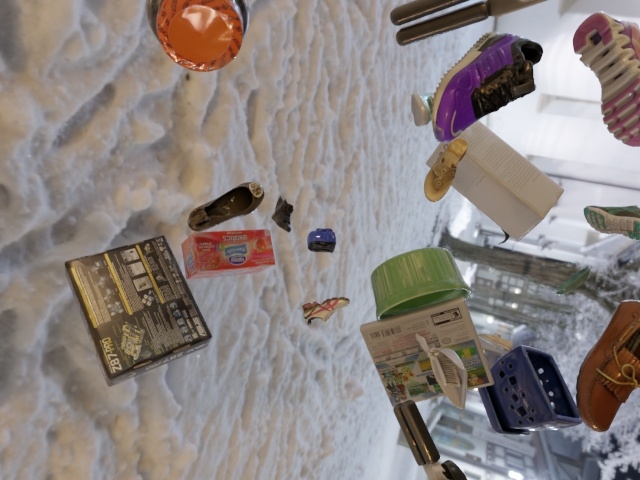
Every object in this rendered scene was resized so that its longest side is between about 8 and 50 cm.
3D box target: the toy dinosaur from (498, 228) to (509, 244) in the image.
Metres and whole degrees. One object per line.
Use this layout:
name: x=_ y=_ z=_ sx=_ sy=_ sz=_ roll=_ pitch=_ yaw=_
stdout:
toy dinosaur: x=0.790 y=-0.135 z=2.041 sx=0.160 sy=0.121 sz=0.314 roll=15 pitch=119 yaw=-35

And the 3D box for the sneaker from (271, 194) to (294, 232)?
sneaker: x=-0.129 y=-0.096 z=1.791 sx=0.051 sy=0.170 sz=0.089 roll=33 pitch=95 yaw=-33

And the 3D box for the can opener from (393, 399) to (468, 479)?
can opener: x=0.285 y=0.551 z=1.292 sx=0.093 sy=0.281 sz=0.074 roll=-18 pitch=163 yaw=-39

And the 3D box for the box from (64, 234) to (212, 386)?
box: x=-0.561 y=0.201 z=1.530 sx=0.318 sy=0.395 sz=0.097 roll=-19 pitch=158 yaw=-34

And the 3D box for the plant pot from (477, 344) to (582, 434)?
plant pot: x=0.640 y=0.489 z=1.563 sx=0.235 sy=0.212 sz=0.236 roll=22 pitch=43 yaw=-42

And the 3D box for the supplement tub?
supplement tub: x=-0.262 y=-0.521 z=1.055 sx=0.207 sy=0.206 sz=0.338 roll=78 pitch=-2 yaw=-50

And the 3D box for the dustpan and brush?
dustpan and brush: x=0.297 y=0.303 z=1.244 sx=0.211 sy=0.060 sz=0.147 roll=-106 pitch=-173 yaw=-56

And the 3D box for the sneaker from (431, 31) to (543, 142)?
sneaker: x=0.332 y=-0.299 z=0.955 sx=0.293 sy=0.146 sz=0.102 roll=-52 pitch=142 yaw=-18

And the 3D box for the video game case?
video game case: x=0.324 y=0.348 z=1.518 sx=0.036 sy=0.328 sz=0.300 roll=-61 pitch=130 yaw=-69

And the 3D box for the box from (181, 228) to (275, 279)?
box: x=-0.336 y=0.050 z=1.812 sx=0.299 sy=0.154 sz=0.142 roll=-3 pitch=77 yaw=-35

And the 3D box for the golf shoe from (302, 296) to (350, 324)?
golf shoe: x=0.026 y=0.263 z=1.861 sx=0.067 sy=0.185 sz=0.086 roll=45 pitch=31 yaw=-70

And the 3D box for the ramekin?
ramekin: x=0.304 y=0.143 z=1.564 sx=0.303 sy=0.303 sz=0.148 roll=54 pitch=19 yaw=-64

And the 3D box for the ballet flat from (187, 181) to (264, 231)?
ballet flat: x=-0.240 y=-0.096 z=1.309 sx=0.249 sy=0.084 sz=0.058 roll=-30 pitch=173 yaw=-38

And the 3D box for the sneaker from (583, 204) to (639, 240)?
sneaker: x=0.677 y=-0.051 z=1.113 sx=0.076 sy=0.166 sz=0.065 roll=-32 pitch=119 yaw=-14

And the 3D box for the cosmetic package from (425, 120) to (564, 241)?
cosmetic package: x=0.652 y=-0.240 z=1.861 sx=0.230 sy=0.453 sz=0.162 roll=-39 pitch=167 yaw=-37

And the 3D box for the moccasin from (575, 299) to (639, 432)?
moccasin: x=0.793 y=0.325 z=1.283 sx=0.380 sy=0.139 sz=0.147 roll=-47 pitch=-167 yaw=-17

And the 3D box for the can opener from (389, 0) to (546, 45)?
can opener: x=0.267 y=-0.420 z=0.862 sx=0.076 sy=0.283 sz=0.095 roll=66 pitch=31 yaw=-27

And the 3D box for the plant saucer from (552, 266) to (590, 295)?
plant saucer: x=0.688 y=0.116 z=1.347 sx=0.119 sy=0.021 sz=0.119 roll=-36 pitch=167 yaw=-10

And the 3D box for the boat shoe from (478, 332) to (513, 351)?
boat shoe: x=0.519 y=0.292 z=1.463 sx=0.035 sy=0.100 sz=0.035 roll=-59 pitch=140 yaw=-12

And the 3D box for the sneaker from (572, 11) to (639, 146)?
sneaker: x=0.520 y=-0.273 z=0.825 sx=0.095 sy=0.104 sz=0.237 roll=140 pitch=-65 yaw=-67

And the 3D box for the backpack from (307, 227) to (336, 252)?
backpack: x=0.000 y=0.000 z=2.154 sx=0.098 sy=0.120 sz=0.101 roll=100 pitch=-15 yaw=-51

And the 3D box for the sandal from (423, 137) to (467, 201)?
sandal: x=0.411 y=-0.246 z=1.629 sx=0.240 sy=0.088 sz=0.079 roll=-58 pitch=163 yaw=-9

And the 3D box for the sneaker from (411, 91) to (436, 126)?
sneaker: x=0.359 y=-0.416 z=1.522 sx=0.256 sy=0.150 sz=0.094 roll=-75 pitch=160 yaw=-63
